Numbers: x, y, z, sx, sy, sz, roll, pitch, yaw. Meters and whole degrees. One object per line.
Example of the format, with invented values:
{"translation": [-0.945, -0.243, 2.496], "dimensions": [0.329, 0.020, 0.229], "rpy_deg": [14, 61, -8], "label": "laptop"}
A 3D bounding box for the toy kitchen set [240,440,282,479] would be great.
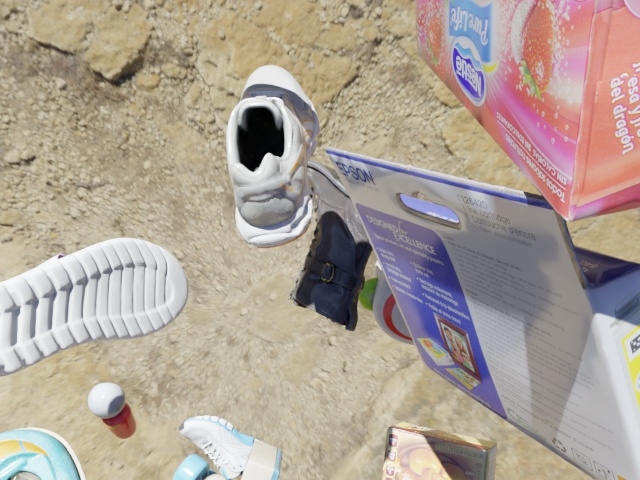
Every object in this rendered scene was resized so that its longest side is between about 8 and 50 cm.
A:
{"translation": [-0.050, 0.402, 0.799], "dimensions": [0.166, 0.122, 0.207], "rpy_deg": [20, 84, 0], "label": "toy kitchen set"}

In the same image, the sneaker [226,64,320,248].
{"translation": [-0.053, -0.126, 0.656], "dimensions": [0.099, 0.121, 0.262], "rpy_deg": [-8, 50, 3], "label": "sneaker"}

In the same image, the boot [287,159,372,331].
{"translation": [0.000, 0.000, 0.982], "dimensions": [0.091, 0.263, 0.228], "rpy_deg": [16, 101, -42], "label": "boot"}

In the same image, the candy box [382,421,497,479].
{"translation": [0.199, 0.500, 1.063], "dimensions": [0.183, 0.088, 0.316], "rpy_deg": [4, 84, 29], "label": "candy box"}

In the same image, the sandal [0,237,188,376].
{"translation": [-0.386, 0.091, 0.959], "dimensions": [0.102, 0.416, 0.169], "rpy_deg": [-6, 93, 34], "label": "sandal"}

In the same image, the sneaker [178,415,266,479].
{"translation": [-0.171, 0.382, 1.087], "dimensions": [0.191, 0.071, 0.083], "rpy_deg": [33, 37, -21], "label": "sneaker"}

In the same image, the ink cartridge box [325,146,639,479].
{"translation": [0.155, 0.050, 0.548], "dimensions": [0.072, 0.304, 0.307], "rpy_deg": [-32, 116, -16], "label": "ink cartridge box"}

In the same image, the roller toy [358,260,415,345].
{"translation": [0.199, 0.096, 1.186], "dimensions": [0.209, 0.146, 0.191], "rpy_deg": [40, 120, -19], "label": "roller toy"}

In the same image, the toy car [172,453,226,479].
{"translation": [-0.220, 0.580, 1.155], "dimensions": [0.219, 0.210, 0.238], "rpy_deg": [29, 63, 17], "label": "toy car"}

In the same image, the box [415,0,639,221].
{"translation": [0.171, -0.158, 0.398], "dimensions": [0.154, 0.300, 0.142], "rpy_deg": [-11, 125, -3], "label": "box"}

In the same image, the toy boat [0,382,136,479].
{"translation": [-0.483, 0.395, 1.099], "dimensions": [0.267, 0.148, 0.318], "rpy_deg": [32, 57, 32], "label": "toy boat"}
